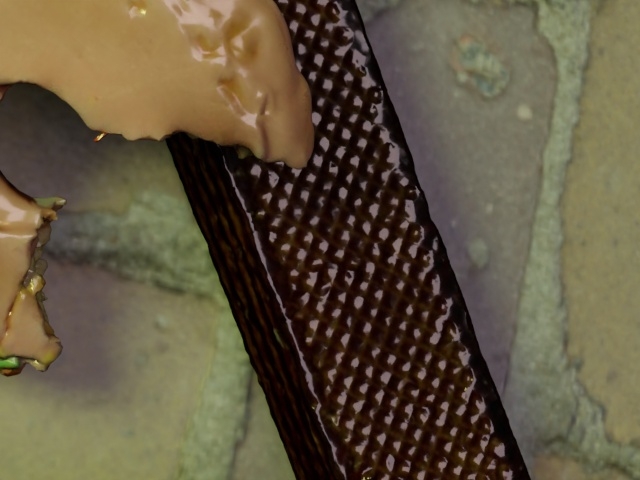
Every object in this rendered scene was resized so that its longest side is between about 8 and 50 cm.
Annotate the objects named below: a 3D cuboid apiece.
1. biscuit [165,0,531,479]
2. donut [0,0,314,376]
[{"bbox_3d":[0.000,0.000,0.845,0.107,0.073,0.388,-23,96,-25],"label":"biscuit"},{"bbox_3d":[-0.132,-0.064,0.733,0.233,0.085,0.199,-36,109,6],"label":"donut"}]
